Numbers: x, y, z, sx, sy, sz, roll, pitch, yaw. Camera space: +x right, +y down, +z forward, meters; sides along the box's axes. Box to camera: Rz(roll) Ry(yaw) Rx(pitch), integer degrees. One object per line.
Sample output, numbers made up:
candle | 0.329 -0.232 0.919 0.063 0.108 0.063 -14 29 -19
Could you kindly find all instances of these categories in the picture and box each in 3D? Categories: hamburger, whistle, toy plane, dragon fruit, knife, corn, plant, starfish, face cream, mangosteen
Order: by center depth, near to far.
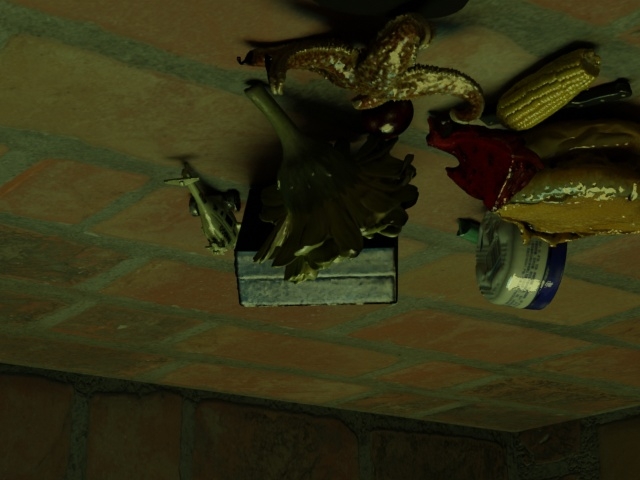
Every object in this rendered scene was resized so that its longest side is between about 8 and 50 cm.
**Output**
starfish | 0.054 -0.223 1.706 0.303 0.113 0.312 8 176 -35
corn | 0.323 -0.213 1.861 0.067 0.067 0.206 10 157 -28
mangosteen | 0.096 -0.188 1.908 0.081 0.081 0.081 -1 161 0
knife | 0.344 -0.209 1.952 0.245 0.019 0.072 -11 158 33
plant | 0.021 -0.099 1.958 0.261 0.297 0.306 -3 -160 -6
dragon fruit | 0.244 -0.133 1.984 0.092 0.122 0.192 -22 -143 -39
hamburger | 0.416 -0.094 2.074 0.319 0.158 0.318 -1 162 0
toy plane | -0.198 -0.053 2.277 0.092 0.108 0.286 -4 149 13
face cream | 0.354 0.019 2.331 0.111 0.206 0.206 7 160 -10
whistle | 0.325 -0.003 2.524 0.039 0.039 0.186 -16 156 37

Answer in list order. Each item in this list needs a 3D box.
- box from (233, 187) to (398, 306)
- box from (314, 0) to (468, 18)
box | 0.000 0.000 2.185 0.261 0.116 0.279 -3 -157 5
box | 0.093 -0.328 1.554 0.213 0.042 0.201 2 161 -10
